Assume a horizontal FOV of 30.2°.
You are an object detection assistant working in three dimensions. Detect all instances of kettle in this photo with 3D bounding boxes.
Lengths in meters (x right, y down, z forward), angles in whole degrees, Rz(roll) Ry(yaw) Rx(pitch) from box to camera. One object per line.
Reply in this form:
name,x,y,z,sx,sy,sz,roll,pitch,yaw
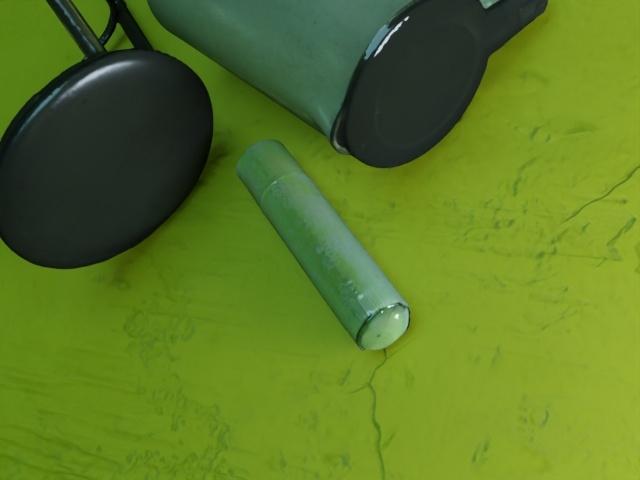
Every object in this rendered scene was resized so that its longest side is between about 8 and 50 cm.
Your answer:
kettle,0.039,-0.296,1.412,0.361,0.250,0.376,-34,53,-22

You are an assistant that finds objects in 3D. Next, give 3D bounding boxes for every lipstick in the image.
lipstick,0.000,0.000,1.373,0.076,0.076,0.304,-41,55,8

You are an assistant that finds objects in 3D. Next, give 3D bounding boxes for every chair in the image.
chair,-0.374,-0.195,1.512,0.365,0.362,0.410,-49,58,2
